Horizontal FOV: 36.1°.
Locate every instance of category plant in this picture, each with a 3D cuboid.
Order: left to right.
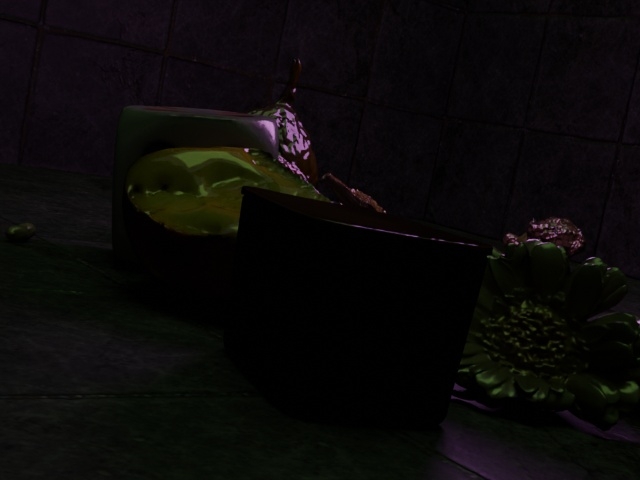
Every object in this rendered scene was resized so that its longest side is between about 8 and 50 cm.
[{"bbox_3d":[0.276,0.160,1.383,0.261,0.297,0.306,-22,70,-35],"label":"plant"}]

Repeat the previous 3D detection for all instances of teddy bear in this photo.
[{"bbox_3d":[0.534,0.033,2.600,0.296,0.222,0.246,9,9,-12],"label":"teddy bear"}]

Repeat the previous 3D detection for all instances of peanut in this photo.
[{"bbox_3d":[-0.582,-0.016,1.910,0.037,0.037,0.083,12,4,12],"label":"peanut"}]

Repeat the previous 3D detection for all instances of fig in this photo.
[{"bbox_3d":[-0.121,-0.242,2.245,0.286,0.369,0.286,15,6,-2],"label":"fig"}]

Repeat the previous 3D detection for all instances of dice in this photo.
[{"bbox_3d":[-0.244,-0.101,1.916,0.304,0.304,0.277,3,9,-7],"label":"dice"}]

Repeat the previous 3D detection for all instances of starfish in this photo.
[{"bbox_3d":[0.121,-0.023,2.447,0.384,0.132,0.398,45,-15,-6],"label":"starfish"}]

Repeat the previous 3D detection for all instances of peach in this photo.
[{"bbox_3d":[-0.158,-0.006,1.638,0.306,0.242,0.380,-26,48,-35],"label":"peach"}]

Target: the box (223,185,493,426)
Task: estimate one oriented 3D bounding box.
[{"bbox_3d":[0.029,0.076,1.257,0.239,0.229,0.339,8,7,-22],"label":"box"}]

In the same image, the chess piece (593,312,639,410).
[{"bbox_3d":[0.501,0.185,1.440,0.182,0.182,0.330,9,1,-21],"label":"chess piece"}]

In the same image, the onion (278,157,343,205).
[{"bbox_3d":[0.000,0.000,1.937,0.348,0.159,0.267,42,10,24],"label":"onion"}]
